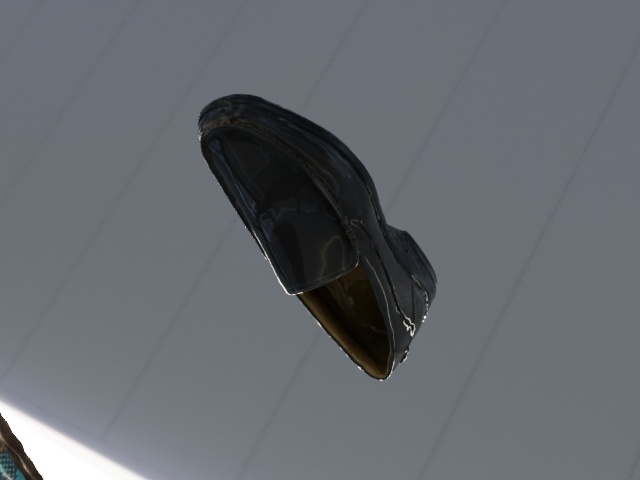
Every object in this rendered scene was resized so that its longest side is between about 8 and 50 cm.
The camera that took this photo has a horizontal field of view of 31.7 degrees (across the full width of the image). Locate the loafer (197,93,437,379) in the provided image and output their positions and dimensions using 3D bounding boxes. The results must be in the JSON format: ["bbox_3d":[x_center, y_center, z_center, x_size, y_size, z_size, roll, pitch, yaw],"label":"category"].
[{"bbox_3d":[0.000,0.000,0.541,0.062,0.170,0.061,-20,-141,36],"label":"loafer"}]

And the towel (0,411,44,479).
[{"bbox_3d":[-0.270,0.073,0.244,0.370,0.271,0.040,-23,-142,-7],"label":"towel"}]
